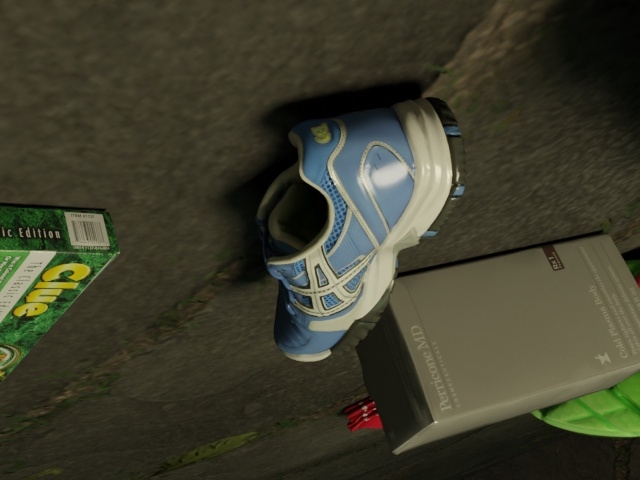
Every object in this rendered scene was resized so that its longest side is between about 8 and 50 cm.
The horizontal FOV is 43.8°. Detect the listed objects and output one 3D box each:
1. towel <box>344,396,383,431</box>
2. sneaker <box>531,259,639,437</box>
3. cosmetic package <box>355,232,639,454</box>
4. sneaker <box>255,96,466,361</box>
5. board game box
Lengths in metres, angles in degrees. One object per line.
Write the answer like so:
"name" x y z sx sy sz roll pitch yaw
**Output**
"towel" 0.185 0.191 1.067 0.275 0.031 0.199 -30 156 22
"sneaker" 0.429 0.086 0.835 0.483 0.185 0.202 -21 153 5
"cosmetic package" 0.157 0.084 0.682 0.238 0.127 0.107 -11 156 -25
"sneaker" 0.000 0.000 0.442 0.081 0.080 0.211 -3 143 -22
"board game box" -0.228 0.058 0.433 0.136 0.030 0.260 5 147 -42
